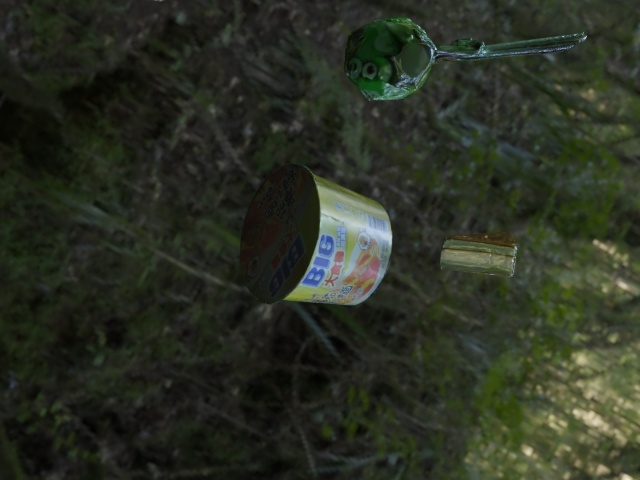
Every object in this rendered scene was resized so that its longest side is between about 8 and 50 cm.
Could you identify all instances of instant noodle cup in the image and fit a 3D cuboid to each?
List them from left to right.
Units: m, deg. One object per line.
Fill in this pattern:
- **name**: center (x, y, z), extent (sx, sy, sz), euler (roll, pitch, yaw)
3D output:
- **instant noodle cup**: center (0.000, 0.000, 1.600), extent (0.205, 0.153, 0.205), euler (-23, -118, 52)

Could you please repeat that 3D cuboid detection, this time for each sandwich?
- **sandwich**: center (0.342, 0.022, 2.479), extent (0.113, 0.163, 0.079), euler (-84, 180, -74)

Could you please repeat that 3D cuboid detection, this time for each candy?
- **candy**: center (0.172, -0.212, 1.262), extent (0.097, 0.323, 0.097), euler (29, -56, 56)
